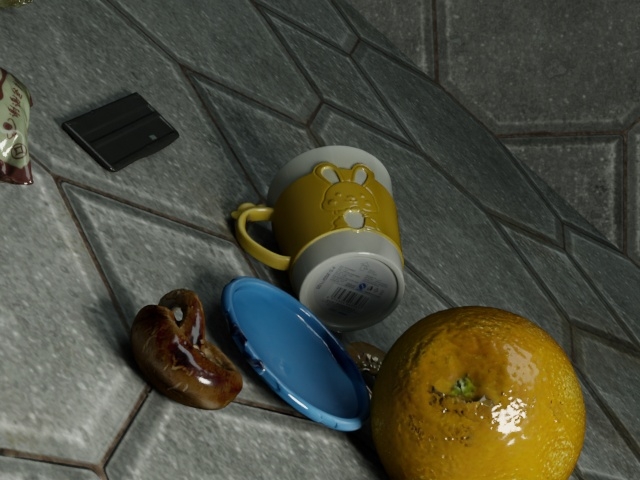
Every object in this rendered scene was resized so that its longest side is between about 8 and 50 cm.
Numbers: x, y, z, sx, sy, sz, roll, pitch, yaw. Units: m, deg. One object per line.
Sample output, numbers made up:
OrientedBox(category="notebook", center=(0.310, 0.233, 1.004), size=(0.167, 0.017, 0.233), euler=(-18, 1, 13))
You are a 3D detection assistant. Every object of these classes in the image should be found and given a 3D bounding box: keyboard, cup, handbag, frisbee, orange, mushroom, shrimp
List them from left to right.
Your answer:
OrientedBox(category="handbag", center=(-0.405, -0.160, 1.513), size=(0.235, 0.127, 0.213), euler=(31, 24, -27))
OrientedBox(category="keyboard", center=(-0.253, -0.168, 1.989), size=(0.103, 0.041, 0.381), euler=(44, 25, 0))
OrientedBox(category="mushroom", center=(-0.149, 0.116, 1.522), size=(0.135, 0.080, 0.170), euler=(45, 14, -37))
OrientedBox(category="frisbee", center=(-0.036, 0.144, 1.738), size=(0.242, 0.045, 0.242), euler=(40, 20, -18))
OrientedBox(category="cup", center=(0.000, 0.000, 1.971), size=(0.241, 0.185, 0.226), euler=(1, 40, -12))
OrientedBox(category="shrimp", center=(0.080, 0.193, 1.871), size=(0.095, 0.045, 0.162), euler=(22, 30, -46))
OrientedBox(category="orange", center=(0.188, 0.209, 1.712), size=(0.274, 0.274, 0.274), euler=(38, 20, -16))

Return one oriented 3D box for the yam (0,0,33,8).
OrientedBox(category="yam", center=(-0.472, -0.429, 2.009), size=(0.093, 0.093, 0.259), euler=(17, 32, -53))
